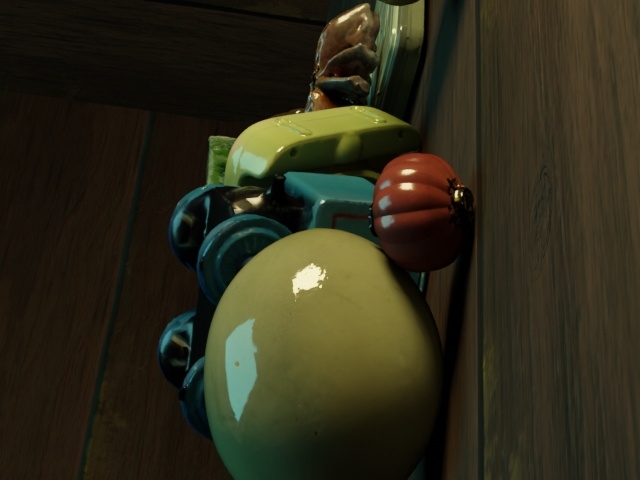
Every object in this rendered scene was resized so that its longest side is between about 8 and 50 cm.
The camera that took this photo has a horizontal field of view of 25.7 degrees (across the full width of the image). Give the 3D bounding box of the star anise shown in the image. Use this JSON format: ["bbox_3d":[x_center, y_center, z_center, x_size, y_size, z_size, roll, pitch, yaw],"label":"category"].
[{"bbox_3d":[0.029,-0.187,1.840,0.236,0.093,0.229,-93,15,-51],"label":"star anise"}]

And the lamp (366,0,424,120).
[{"bbox_3d":[0.103,-0.283,1.884,0.269,0.047,0.266,103,174,-59],"label":"lamp"}]

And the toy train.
[{"bbox_3d":[-0.028,0.071,1.493,0.188,0.265,0.300,-140,56,-67],"label":"toy train"}]

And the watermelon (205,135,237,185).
[{"bbox_3d":[-0.057,-0.034,2.003,0.302,0.264,0.151,122,164,-63],"label":"watermelon"}]

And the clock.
[{"bbox_3d":[0.000,0.000,1.665,0.096,0.235,0.308,30,124,45],"label":"clock"}]

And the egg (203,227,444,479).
[{"bbox_3d":[0.003,0.122,1.264,0.219,0.219,0.269,118,155,-79],"label":"egg"}]

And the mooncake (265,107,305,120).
[{"bbox_3d":[-0.027,-0.087,2.178,0.124,0.228,0.228,-99,15,-48],"label":"mooncake"}]

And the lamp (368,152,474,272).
[{"bbox_3d":[0.089,-0.025,1.240,0.107,0.092,0.107,33,-128,-56],"label":"lamp"}]

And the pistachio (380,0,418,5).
[{"bbox_3d":[0.097,-0.341,1.497,0.206,0.131,0.129,112,158,-56],"label":"pistachio"}]
